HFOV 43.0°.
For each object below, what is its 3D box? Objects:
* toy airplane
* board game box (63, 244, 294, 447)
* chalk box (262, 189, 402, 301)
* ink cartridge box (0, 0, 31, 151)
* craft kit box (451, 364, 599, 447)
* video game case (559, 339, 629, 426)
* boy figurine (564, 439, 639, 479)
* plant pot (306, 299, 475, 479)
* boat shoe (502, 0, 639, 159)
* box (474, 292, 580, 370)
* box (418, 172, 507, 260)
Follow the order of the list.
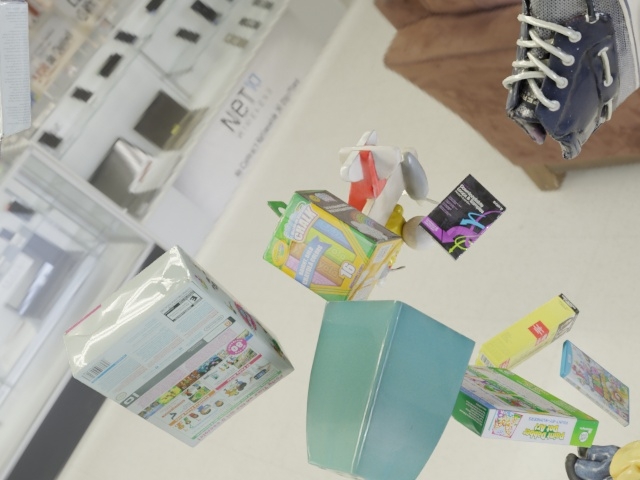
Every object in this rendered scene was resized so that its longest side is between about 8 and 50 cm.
[{"bbox_3d":[0.158,-0.069,1.955,0.272,0.384,0.386,20,88,14],"label":"toy airplane"},{"bbox_3d":[-0.214,0.177,1.282,0.224,0.303,0.097,-37,45,3],"label":"board game box"},{"bbox_3d":[0.000,0.000,1.351,0.213,0.132,0.132,32,106,19],"label":"chalk box"},{"bbox_3d":[-0.441,-0.232,1.094,0.223,0.045,0.224,40,128,46],"label":"ink cartridge box"},{"bbox_3d":[0.301,0.274,1.404,0.250,0.247,0.061,27,106,61],"label":"craft kit box"},{"bbox_3d":[0.550,0.283,1.626,0.015,0.166,0.119,-51,3,34],"label":"video game case"},{"bbox_3d":[0.619,0.428,1.547,0.285,0.092,0.177,-11,13,46],"label":"boy figurine"},{"bbox_3d":[0.081,0.224,1.156,0.166,0.165,0.234,-6,60,53],"label":"plant pot"},{"bbox_3d":[0.261,-0.213,0.885,0.127,0.340,0.158,38,92,39],"label":"boat shoe"},{"bbox_3d":[0.429,0.202,1.688,0.232,0.087,0.058,-27,58,-22],"label":"box"},{"bbox_3d":[0.312,-0.051,1.783,0.162,0.116,0.029,-45,-8,-2],"label":"box"}]
